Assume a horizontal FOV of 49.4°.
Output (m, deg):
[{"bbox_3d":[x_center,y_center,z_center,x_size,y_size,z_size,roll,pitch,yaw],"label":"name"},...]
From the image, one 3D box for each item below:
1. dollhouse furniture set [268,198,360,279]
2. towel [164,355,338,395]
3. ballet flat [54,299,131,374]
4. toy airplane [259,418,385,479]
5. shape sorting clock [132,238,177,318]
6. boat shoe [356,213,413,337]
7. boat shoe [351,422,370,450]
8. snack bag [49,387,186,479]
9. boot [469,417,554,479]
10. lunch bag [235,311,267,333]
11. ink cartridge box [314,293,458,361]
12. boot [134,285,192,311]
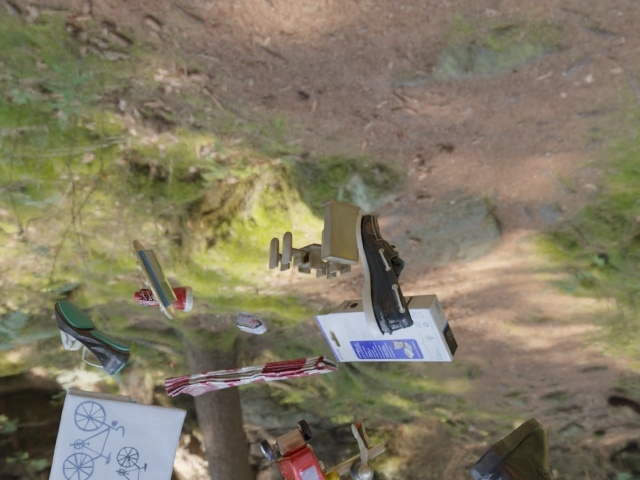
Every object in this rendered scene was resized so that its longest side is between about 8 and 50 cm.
[{"bbox_3d":[0.000,0.000,1.983,0.212,0.161,0.242,12,161,-32],"label":"dollhouse furniture set"},{"bbox_3d":[-0.135,0.289,1.468,0.329,0.037,0.237,-9,167,5],"label":"towel"},{"bbox_3d":[-0.615,0.258,1.817,0.280,0.096,0.095,30,-176,28],"label":"ballet flat"},{"bbox_3d":[-0.038,0.697,1.931,0.384,0.272,0.386,12,126,-51],"label":"toy airplane"},{"bbox_3d":[-0.393,0.092,1.637,0.040,0.206,0.206,-26,170,-2],"label":"shape sorting clock"},{"bbox_3d":[0.134,0.062,1.455,0.091,0.302,0.114,-15,146,13],"label":"boat shoe"},{"bbox_3d":[0.148,0.677,2.371,0.043,0.137,0.049,-5,125,-18],"label":"boat shoe"},{"bbox_3d":[-0.568,0.588,1.961,0.343,0.323,0.037,11,-173,-14],"label":"snack bag"},{"bbox_3d":[0.581,0.641,1.600,0.367,0.445,0.146,-3,131,-55],"label":"boot"},{"bbox_3d":[-0.204,0.249,2.093,0.083,0.053,0.071,13,163,14],"label":"lunch bag"},{"bbox_3d":[0.158,0.222,1.725,0.333,0.165,0.065,-7,-150,35],"label":"ink cartridge box"},{"bbox_3d":[-0.542,0.199,2.400,0.176,0.088,0.244,5,172,-26],"label":"boot"}]
